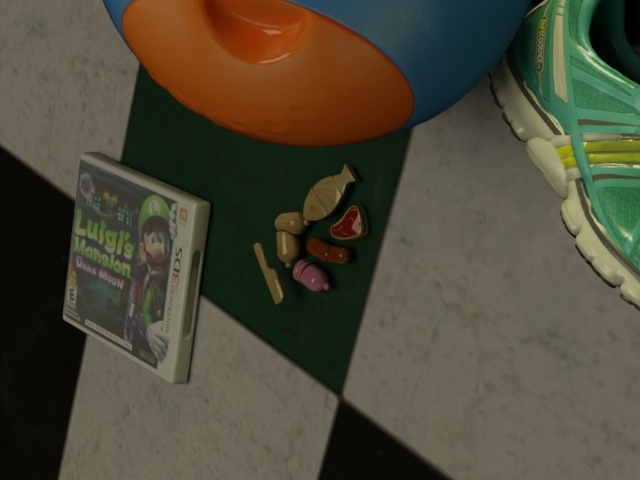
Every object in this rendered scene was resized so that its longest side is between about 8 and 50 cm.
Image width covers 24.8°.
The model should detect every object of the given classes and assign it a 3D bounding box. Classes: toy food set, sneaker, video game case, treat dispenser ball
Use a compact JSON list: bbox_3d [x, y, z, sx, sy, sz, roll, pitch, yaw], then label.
[{"bbox_3d":[0.000,0.000,1.176,0.122,0.019,0.078,-35,68,35],"label":"toy food set"},{"bbox_3d":[0.201,-0.047,0.891,0.110,0.107,0.275,-45,61,30],"label":"sneaker"},{"bbox_3d":[-0.177,0.023,1.370,0.190,0.022,0.173,23,110,45],"label":"video game case"},{"bbox_3d":[-0.002,-0.201,0.911,0.288,0.288,0.288,5,97,48],"label":"treat dispenser ball"}]
